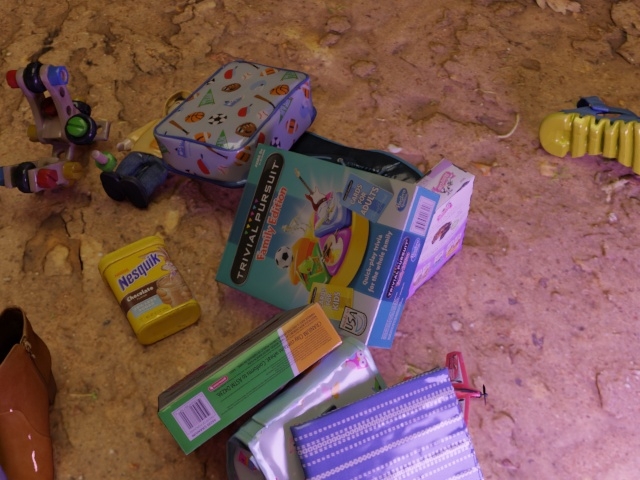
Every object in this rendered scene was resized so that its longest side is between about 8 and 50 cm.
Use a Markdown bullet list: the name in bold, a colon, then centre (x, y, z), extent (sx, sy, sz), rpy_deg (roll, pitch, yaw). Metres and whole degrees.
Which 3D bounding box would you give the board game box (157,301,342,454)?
- **board game box**: centre (-0.114, 0.187, 1.127), extent (0.242, 0.316, 0.064), rpy_deg (-34, 90, -13)

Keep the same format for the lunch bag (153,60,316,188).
- **lunch bag**: centre (-0.163, -0.234, 1.531), extent (0.243, 0.115, 0.303), rpy_deg (14, 46, 29)

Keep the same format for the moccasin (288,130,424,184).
- **moccasin**: centre (0.047, -0.106, 1.514), extent (0.342, 0.137, 0.117), rpy_deg (18, 45, 33)

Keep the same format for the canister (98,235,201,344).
- **canister**: centre (-0.297, 0.086, 1.383), extent (0.126, 0.073, 0.170), rpy_deg (-26, 56, -19)

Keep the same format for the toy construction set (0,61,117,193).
- **toy construction set**: centre (-0.550, -0.178, 1.562), extent (0.309, 0.237, 0.257), rpy_deg (-24, 78, 5)

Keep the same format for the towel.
- **towel**: centre (0.114, 0.357, 1.027), extent (0.243, 0.040, 0.336), rpy_deg (-17, 90, -25)

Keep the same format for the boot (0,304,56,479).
- **boot**: centre (-0.456, 0.260, 1.149), extent (0.104, 0.211, 0.295), rpy_deg (-4, 50, -1)

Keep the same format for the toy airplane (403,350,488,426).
- **toy airplane**: centre (0.192, 0.246, 1.267), extent (0.151, 0.028, 0.151), rpy_deg (-1, 49, 1)

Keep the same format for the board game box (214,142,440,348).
- **board game box**: centre (0.000, 0.000, 1.297), extent (0.336, 0.079, 0.253), rpy_deg (19, 92, 37)

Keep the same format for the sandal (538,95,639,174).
- **sandal**: centre (0.610, -0.218, 1.581), extent (0.317, 0.126, 0.138), rpy_deg (21, 47, 24)

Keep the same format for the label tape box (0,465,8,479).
- **label tape box**: centre (-0.483, 0.455, 1.022), extent (0.241, 0.106, 0.333), rpy_deg (-27, 96, -17)

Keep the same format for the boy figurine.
- **boy figurine**: centre (-0.317, -0.191, 1.605), extent (0.177, 0.092, 0.285), rpy_deg (18, 56, 19)

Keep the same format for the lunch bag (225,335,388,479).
- **lunch bag**: centre (-0.013, 0.273, 1.097), extent (0.223, 0.262, 0.160), rpy_deg (-36, 58, -26)

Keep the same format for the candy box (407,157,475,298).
- **candy box**: centre (0.182, -0.018, 1.379), extent (0.070, 0.196, 0.165), rpy_deg (36, 59, 27)
